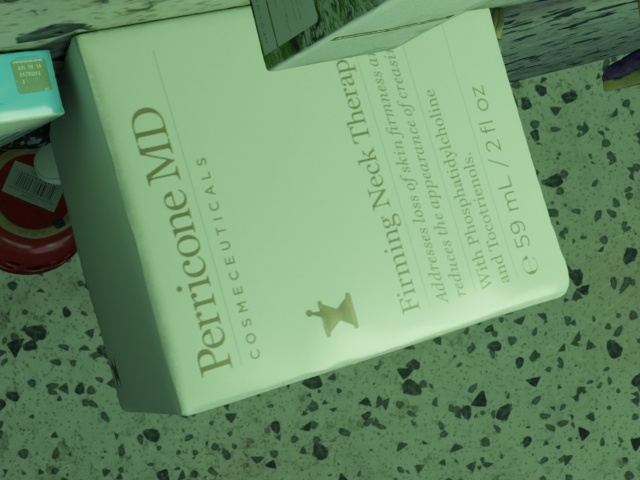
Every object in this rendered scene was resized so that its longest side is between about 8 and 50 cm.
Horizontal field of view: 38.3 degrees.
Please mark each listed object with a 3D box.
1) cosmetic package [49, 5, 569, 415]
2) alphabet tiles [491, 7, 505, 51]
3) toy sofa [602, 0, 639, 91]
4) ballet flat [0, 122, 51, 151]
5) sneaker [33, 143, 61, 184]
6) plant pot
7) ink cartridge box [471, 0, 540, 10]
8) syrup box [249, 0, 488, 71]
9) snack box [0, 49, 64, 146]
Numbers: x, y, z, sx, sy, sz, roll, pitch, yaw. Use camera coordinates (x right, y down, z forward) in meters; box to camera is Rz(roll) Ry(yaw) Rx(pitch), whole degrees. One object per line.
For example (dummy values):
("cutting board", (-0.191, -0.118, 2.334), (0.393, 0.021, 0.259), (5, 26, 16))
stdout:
("cosmetic package", (-0.034, -0.034, 0.941), (0.393, 0.330, 0.327), (-15, 177, -22))
("alphabet tiles", (0.209, -0.162, 1.241), (0.021, 0.284, 0.278), (10, -132, 5))
("toy sofa", (0.393, -0.249, 0.928), (0.177, 0.150, 0.362), (-10, -176, 7))
("ballet flat", (-0.392, -0.122, 1.060), (0.173, 0.049, 0.057), (-13, -134, 0))
("sneaker", (-0.287, -0.135, 1.166), (0.232, 0.090, 0.115), (-22, 173, 23))
("plant pot", (-0.414, -0.051, 1.313), (0.191, 0.191, 0.174), (-15, 179, -21))
("ink cartridge box", (0.220, -0.254, 0.856), (0.207, 0.046, 0.097), (-17, -174, -35))
("syrup box", (0.044, -0.159, 0.456), (0.096, 0.093, 0.237), (-15, -176, -25))
("snack box", (-0.381, -0.093, 0.818), (0.187, 0.060, 0.322), (-16, -176, -39))
